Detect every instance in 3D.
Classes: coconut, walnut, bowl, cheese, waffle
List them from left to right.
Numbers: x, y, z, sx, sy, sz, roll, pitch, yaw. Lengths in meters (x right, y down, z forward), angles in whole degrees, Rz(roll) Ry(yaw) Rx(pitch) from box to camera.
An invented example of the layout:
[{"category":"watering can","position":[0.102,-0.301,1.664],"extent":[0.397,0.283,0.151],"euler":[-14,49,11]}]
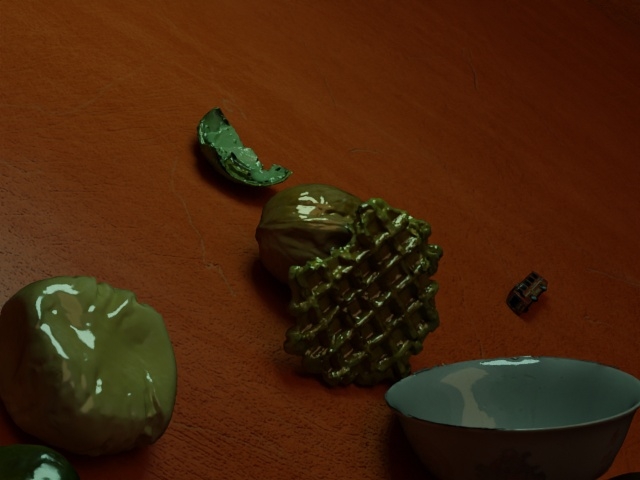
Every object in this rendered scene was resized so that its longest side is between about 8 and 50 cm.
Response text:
[{"category":"cheese","position":[-0.262,0.145,1.612],"extent":[0.214,0.117,0.226],"euler":[10,47,-42]},{"category":"coconut","position":[-0.129,-0.128,2.118],"extent":[0.158,0.055,0.133],"euler":[48,35,17]},{"category":"walnut","position":[0.000,0.000,2.001],"extent":[0.206,0.159,0.159],"euler":[13,40,-35]},{"category":"waffle","position":[0.062,0.072,1.928],"extent":[0.291,0.291,0.051],"euler":[9,1,-38]},{"category":"bowl","position":[0.260,0.270,1.872],"extent":[0.345,0.345,0.157],"euler":[-17,106,-52]}]

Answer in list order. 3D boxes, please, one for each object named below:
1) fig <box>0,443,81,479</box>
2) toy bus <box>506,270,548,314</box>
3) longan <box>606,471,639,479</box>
[{"category":"fig","position":[-0.314,0.302,1.327],"extent":[0.167,0.167,0.233],"euler":[30,56,-13]},{"category":"toy bus","position":[0.343,0.086,2.343],"extent":[0.043,0.031,0.110],"euler":[42,31,9]},{"category":"longan","position":[0.447,0.409,1.909],"extent":[0.198,0.198,0.212],"euler":[3,47,-43]}]
